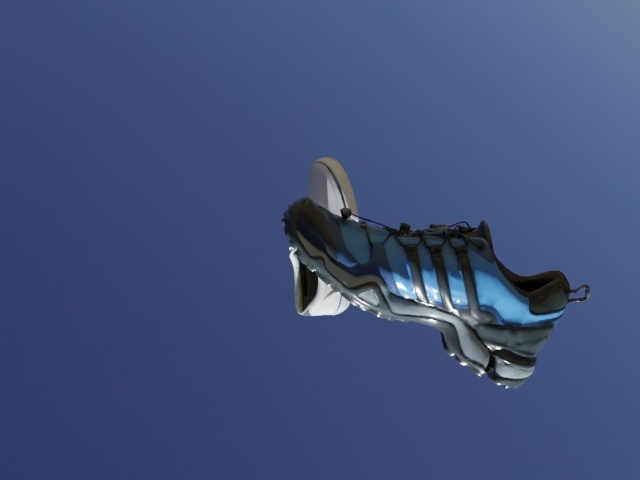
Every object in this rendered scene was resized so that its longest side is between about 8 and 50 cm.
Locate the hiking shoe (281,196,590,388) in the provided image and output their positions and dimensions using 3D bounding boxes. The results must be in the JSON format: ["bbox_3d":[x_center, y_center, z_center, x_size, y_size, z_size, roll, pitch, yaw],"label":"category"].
[{"bbox_3d":[0.108,0.021,1.211,0.304,0.132,0.113,29,-166,-13],"label":"hiking shoe"}]

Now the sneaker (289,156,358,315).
[{"bbox_3d":[0.000,0.000,1.911,0.091,0.258,0.094,-14,-164,-40],"label":"sneaker"}]
